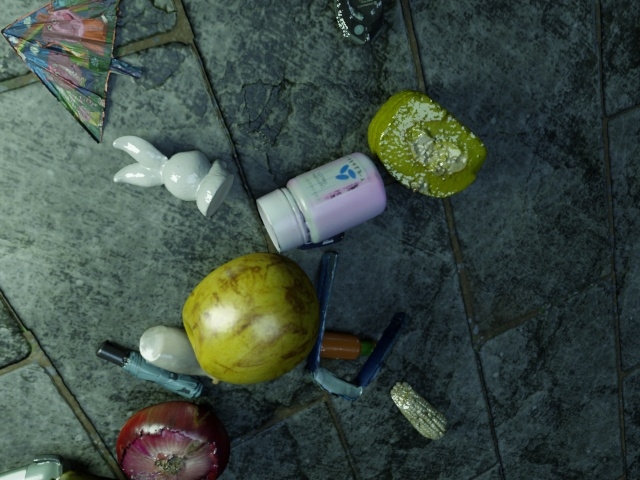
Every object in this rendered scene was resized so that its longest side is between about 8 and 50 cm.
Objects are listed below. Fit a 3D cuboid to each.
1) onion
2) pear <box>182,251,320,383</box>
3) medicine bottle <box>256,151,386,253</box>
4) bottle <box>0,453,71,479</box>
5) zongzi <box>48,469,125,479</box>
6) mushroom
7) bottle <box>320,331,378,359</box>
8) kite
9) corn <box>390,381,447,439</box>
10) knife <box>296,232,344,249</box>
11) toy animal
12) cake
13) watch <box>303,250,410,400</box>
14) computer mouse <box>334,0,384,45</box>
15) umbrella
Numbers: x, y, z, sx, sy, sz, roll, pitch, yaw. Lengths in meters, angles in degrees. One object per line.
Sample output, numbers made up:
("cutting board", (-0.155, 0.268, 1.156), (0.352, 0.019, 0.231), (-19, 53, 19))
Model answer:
("onion", (-0.325, 0.459, 0.981), (0.247, 0.161, 0.248), (-2, 102, -8))
("pear", (-0.138, 0.162, 0.897), (0.280, 0.280, 0.281), (-5, 107, -17))
("medicine bottle", (0.001, -0.080, 0.940), (0.254, 0.152, 0.152), (-23, 112, -11))
("bottle", (-0.678, 0.529, 0.925), (0.253, 0.079, 0.096), (-12, 97, -14))
("zongzi", (-0.430, 0.585, 0.980), (0.299, 0.138, 0.286), (-15, 129, -23))
("mushroom", (-0.296, 0.253, 0.964), (0.212, 0.097, 0.088), (34, 82, -24))
("bottle", (0.070, 0.272, 1.109), (0.186, 0.069, 0.069), (10, 102, -20))
("kite", (-0.445, -0.348, 0.785), (0.233, 0.016, 0.321), (10, 101, -20))
("corn", (0.283, 0.488, 1.236), (0.087, 0.087, 0.211), (-44, 115, -2))
("knife", (0.000, 0.000, 1.034), (0.121, 0.018, 0.031), (-16, 117, -13))
("toy animal", (-0.288, -0.140, 0.868), (0.220, 0.131, 0.104), (26, 131, 1))
("cake", (0.235, -0.207, 0.981), (0.260, 0.156, 0.179), (32, 109, -19))
("watch", (0.051, 0.212, 1.032), (0.276, 0.068, 0.275), (40, 74, -16))
("computer mouse", (0.078, -0.506, 0.889), (0.105, 0.062, 0.192), (-18, 123, -16))
("umbrella", (-0.376, 0.294, 0.971), (0.250, 0.053, 0.052), (34, 94, -25))
